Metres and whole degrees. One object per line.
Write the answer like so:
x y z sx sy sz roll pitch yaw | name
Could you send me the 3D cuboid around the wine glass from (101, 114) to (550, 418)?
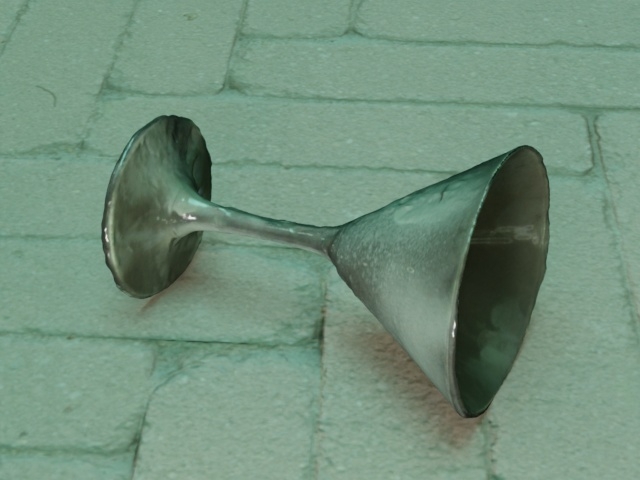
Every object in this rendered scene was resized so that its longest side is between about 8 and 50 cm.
0.000 0.000 1.298 0.406 0.267 0.267 13 39 22 | wine glass
